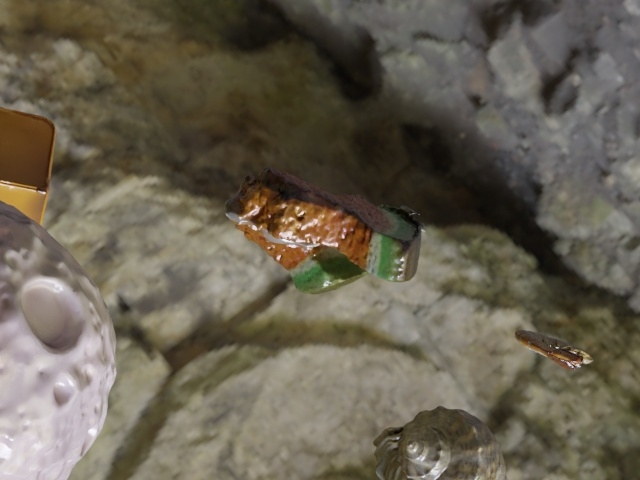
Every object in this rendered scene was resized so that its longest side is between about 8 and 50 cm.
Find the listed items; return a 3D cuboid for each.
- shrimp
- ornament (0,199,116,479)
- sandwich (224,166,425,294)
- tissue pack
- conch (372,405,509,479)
[{"bbox_3d":[0.282,0.132,1.481,0.127,0.025,0.091,17,-174,-36],"label":"shrimp"},{"bbox_3d":[-0.282,0.092,0.934,0.259,0.225,0.259,31,154,17],"label":"ornament"},{"bbox_3d":[0.000,0.000,1.879,0.301,0.162,0.250,19,-170,-9],"label":"sandwich"},{"bbox_3d":[-0.487,-0.049,1.778,0.274,0.194,0.145,117,157,-46],"label":"tissue pack"},{"bbox_3d":[0.134,0.246,1.354,0.155,0.130,0.207,29,174,42],"label":"conch"}]
